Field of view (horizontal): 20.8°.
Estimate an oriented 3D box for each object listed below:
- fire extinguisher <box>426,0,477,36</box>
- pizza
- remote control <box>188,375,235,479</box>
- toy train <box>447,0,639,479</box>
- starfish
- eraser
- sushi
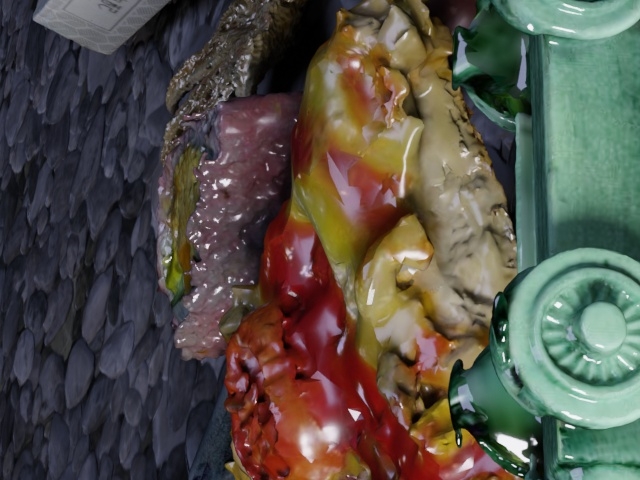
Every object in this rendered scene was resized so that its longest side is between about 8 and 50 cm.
[{"bbox_3d":[0.124,-0.280,1.013,0.135,0.114,0.337,-119,45,-72],"label":"fire extinguisher"},{"bbox_3d":[0.019,0.051,0.989,0.440,0.130,0.406,-165,68,-65],"label":"pizza"},{"bbox_3d":[0.000,0.000,1.191,0.377,0.044,0.107,-68,-13,20],"label":"remote control"},{"bbox_3d":[0.156,-0.016,0.722,0.120,0.202,0.301,111,162,-68],"label":"toy train"},{"bbox_3d":[-0.048,-0.191,1.414,0.302,0.060,0.299,-67,14,-2],"label":"starfish"},{"bbox_3d":[-0.164,-0.281,1.620,0.404,0.096,0.098,-21,48,65],"label":"eraser"},{"bbox_3d":[-0.064,-0.031,1.290,0.161,0.107,0.241,-116,28,-54],"label":"sushi"}]
